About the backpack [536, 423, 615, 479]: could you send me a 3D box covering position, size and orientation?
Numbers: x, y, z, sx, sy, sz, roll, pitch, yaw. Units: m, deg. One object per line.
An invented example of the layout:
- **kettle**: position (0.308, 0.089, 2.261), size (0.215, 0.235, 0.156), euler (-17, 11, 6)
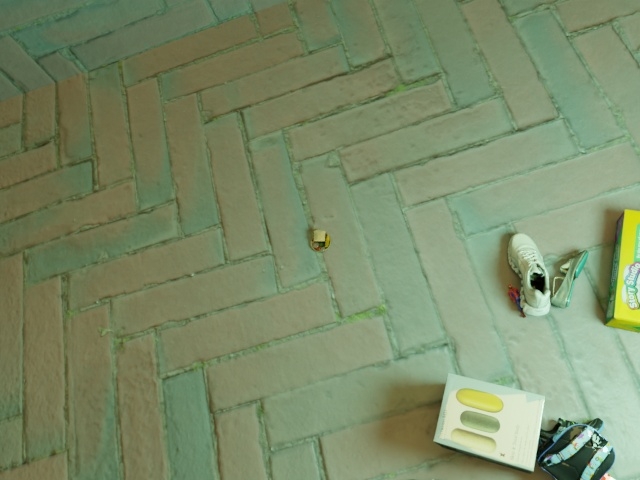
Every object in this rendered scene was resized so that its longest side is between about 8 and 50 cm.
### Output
- **backpack**: position (0.694, 0.580, 1.502), size (0.158, 0.117, 0.173), euler (40, 97, 16)

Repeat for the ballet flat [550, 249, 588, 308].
- **ballet flat**: position (0.786, 0.113, 1.764), size (0.068, 0.072, 0.213), euler (19, 72, 31)

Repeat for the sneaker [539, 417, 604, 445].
- **sneaker**: position (0.721, 0.545, 1.596), size (0.188, 0.067, 0.078), euler (-19, 71, 8)

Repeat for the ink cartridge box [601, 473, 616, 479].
- **ink cartridge box**: position (0.782, 0.724, 1.500), size (0.231, 0.078, 0.134), euler (37, 80, 24)

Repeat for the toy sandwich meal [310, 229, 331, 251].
- **toy sandwich meal**: position (0.000, 0.000, 2.010), size (0.085, 0.029, 0.086), euler (-5, 67, 11)

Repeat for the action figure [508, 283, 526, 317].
- **action figure**: position (0.639, 0.190, 1.787), size (0.038, 0.030, 0.115), euler (-28, 62, 4)

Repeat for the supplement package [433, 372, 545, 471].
- **supplement package**: position (0.481, 0.519, 1.576), size (0.262, 0.198, 0.200), euler (10, 70, 23)

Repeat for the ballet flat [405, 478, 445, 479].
- **ballet flat**: position (0.289, 0.731, 1.614), size (0.203, 0.074, 0.074), euler (-10, 66, 9)

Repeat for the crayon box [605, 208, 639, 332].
- **crayon box**: position (1.062, 0.110, 1.682), size (0.312, 0.106, 0.363), euler (10, 70, 18)

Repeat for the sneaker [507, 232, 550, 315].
- **sneaker**: position (0.671, 0.088, 1.759), size (0.109, 0.118, 0.292), euler (-8, 54, 6)
